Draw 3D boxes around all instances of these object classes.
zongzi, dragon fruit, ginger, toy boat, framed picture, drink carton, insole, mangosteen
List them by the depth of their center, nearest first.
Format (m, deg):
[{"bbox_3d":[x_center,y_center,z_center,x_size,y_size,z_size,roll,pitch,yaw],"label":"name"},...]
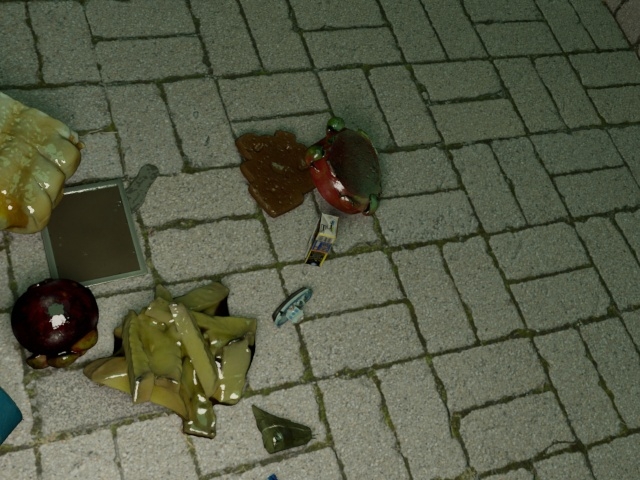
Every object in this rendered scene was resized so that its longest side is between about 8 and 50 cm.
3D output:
[{"bbox_3d":[-0.599,0.184,1.764,0.210,0.210,0.209,8,59,-13],"label":"mangosteen"},{"bbox_3d":[-0.306,0.256,1.809,0.358,0.211,0.413,43,57,7],"label":"ginger"},{"bbox_3d":[-0.078,0.436,1.870,0.154,0.062,0.130,-8,51,-28],"label":"zongzi"},{"bbox_3d":[-0.589,-0.014,1.984,0.232,0.019,0.296,-11,64,-20],"label":"framed picture"},{"bbox_3d":[-0.066,0.180,2.014,0.066,0.059,0.140,36,57,26],"label":"toy boat"},{"bbox_3d":[0.000,0.000,2.078,0.056,0.165,0.071,16,56,-8],"label":"drink carton"},{"bbox_3d":[-0.495,-0.134,2.093,0.065,0.006,0.193,26,56,-1],"label":"insole"},{"bbox_3d":[0.069,-0.203,2.218,0.268,0.130,0.295,-10,80,-41],"label":"dragon fruit"}]

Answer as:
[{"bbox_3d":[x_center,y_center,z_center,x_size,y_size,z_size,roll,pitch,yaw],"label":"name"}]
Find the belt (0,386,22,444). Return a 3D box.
[{"bbox_3d":[-0.823,0.297,1.560,0.437,0.300,0.173,33,54,7],"label":"belt"}]

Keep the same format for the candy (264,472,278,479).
[{"bbox_3d":[-0.144,0.598,1.760,0.136,0.038,0.088,-24,67,-18],"label":"candy"}]

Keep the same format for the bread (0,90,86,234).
[{"bbox_3d":[-0.770,-0.161,1.899,0.301,0.210,0.341,22,61,-17],"label":"bread"}]

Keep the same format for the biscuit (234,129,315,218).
[{"bbox_3d":[-0.125,-0.190,2.221,0.278,0.043,0.301,18,56,-11],"label":"biscuit"}]
